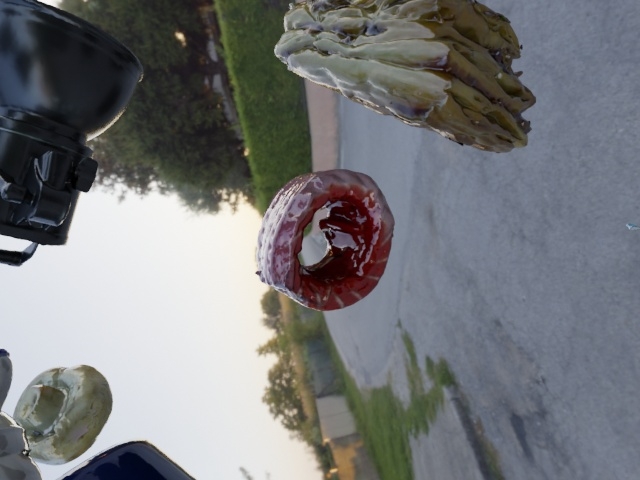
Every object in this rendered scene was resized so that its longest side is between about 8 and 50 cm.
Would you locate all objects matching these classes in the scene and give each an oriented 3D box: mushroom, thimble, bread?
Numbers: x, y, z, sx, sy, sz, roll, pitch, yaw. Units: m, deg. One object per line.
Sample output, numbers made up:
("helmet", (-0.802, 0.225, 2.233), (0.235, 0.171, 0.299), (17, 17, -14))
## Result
("mushroom", (-0.376, 0.250, 0.632), (0.112, 0.148, 0.148), (46, -160, -47))
("thimble", (0.006, -0.004, 0.595), (0.190, 0.163, 0.125), (-64, 24, -6))
("bread", (0.131, -0.254, 0.612), (0.324, 0.277, 0.167), (38, 113, 40))

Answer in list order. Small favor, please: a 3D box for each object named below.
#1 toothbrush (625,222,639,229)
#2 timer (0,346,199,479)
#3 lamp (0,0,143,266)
("toothbrush", (0.724, -0.035, 0.938), (0.014, 0.162, 0.017), (104, 154, -42))
("timer", (-0.277, 0.201, 0.344), (0.383, 0.270, 0.270), (43, 166, 13))
("lamp", (-0.266, -0.082, 0.404), (0.147, 0.172, 0.228), (19, -100, -51))
